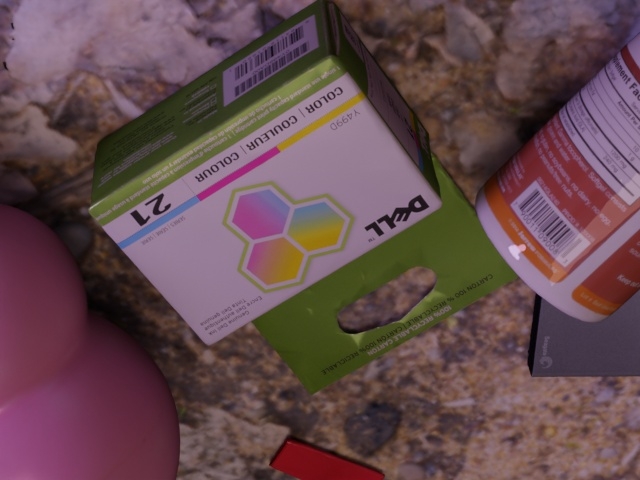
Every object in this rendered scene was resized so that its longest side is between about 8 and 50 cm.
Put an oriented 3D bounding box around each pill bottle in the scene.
[{"bbox_3d":[0.213,-0.058,1.059,0.121,0.121,0.216,36,112,-22],"label":"pill bottle"}]

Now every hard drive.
[{"bbox_3d":[0.219,0.054,1.184,0.135,0.022,0.094,0,121,-4],"label":"hard drive"}]

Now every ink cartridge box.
[{"bbox_3d":[0.000,0.000,1.093,0.189,0.097,0.255,-31,117,14],"label":"ink cartridge box"}]

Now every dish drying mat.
[{"bbox_3d":[0.005,0.173,1.248,0.083,0.008,0.032,23,118,-18],"label":"dish drying mat"}]

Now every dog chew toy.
[{"bbox_3d":[-0.228,0.070,1.068,0.207,0.206,0.331,-22,111,9],"label":"dog chew toy"}]
